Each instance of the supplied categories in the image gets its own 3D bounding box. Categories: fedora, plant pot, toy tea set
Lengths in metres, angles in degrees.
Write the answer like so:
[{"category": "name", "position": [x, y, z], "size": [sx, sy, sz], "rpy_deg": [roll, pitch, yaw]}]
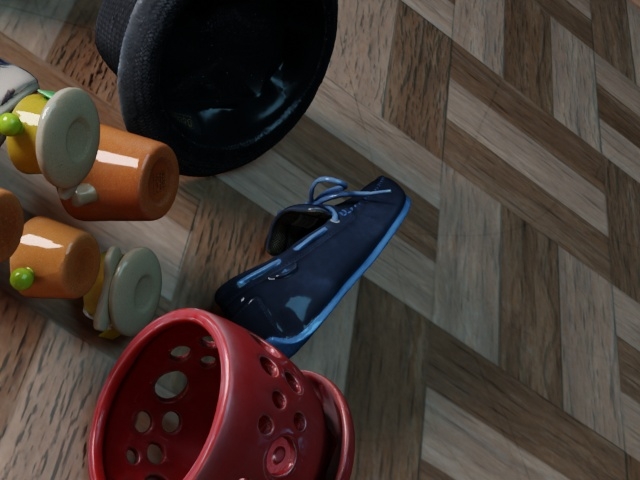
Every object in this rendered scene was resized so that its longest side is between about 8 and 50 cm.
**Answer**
[{"category": "fedora", "position": [-0.133, -0.233, 1.520], "size": [0.152, 0.334, 0.334], "rpy_deg": [29, 23, 31]}, {"category": "plant pot", "position": [-0.082, 0.175, 1.181], "size": [0.174, 0.191, 0.191], "rpy_deg": [29, 37, -39]}, {"category": "toy tea set", "position": [-0.250, -0.035, 1.202], "size": [0.336, 0.124, 0.200], "rpy_deg": [33, 68, -64]}]

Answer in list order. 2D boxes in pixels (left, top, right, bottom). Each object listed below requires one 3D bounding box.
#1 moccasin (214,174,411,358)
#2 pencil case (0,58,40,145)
[{"category": "moccasin", "position": [0.000, 0.000, 1.488], "size": [0.117, 0.137, 0.342], "rpy_deg": [42, 33, 0]}, {"category": "pencil case", "position": [-0.438, -0.220, 1.211], "size": [0.410, 0.160, 0.183], "rpy_deg": [46, 21, -1]}]
